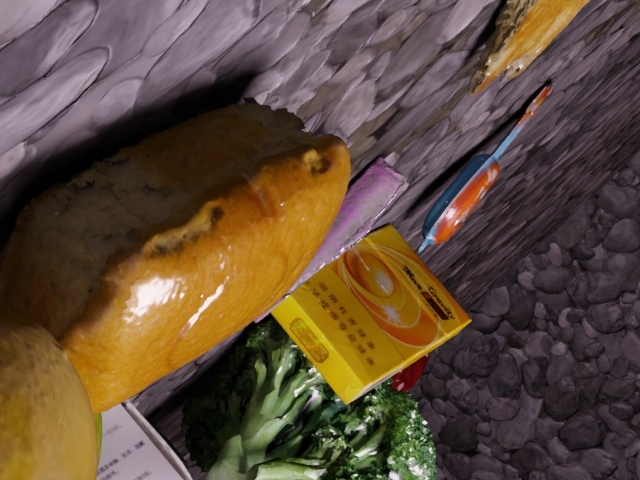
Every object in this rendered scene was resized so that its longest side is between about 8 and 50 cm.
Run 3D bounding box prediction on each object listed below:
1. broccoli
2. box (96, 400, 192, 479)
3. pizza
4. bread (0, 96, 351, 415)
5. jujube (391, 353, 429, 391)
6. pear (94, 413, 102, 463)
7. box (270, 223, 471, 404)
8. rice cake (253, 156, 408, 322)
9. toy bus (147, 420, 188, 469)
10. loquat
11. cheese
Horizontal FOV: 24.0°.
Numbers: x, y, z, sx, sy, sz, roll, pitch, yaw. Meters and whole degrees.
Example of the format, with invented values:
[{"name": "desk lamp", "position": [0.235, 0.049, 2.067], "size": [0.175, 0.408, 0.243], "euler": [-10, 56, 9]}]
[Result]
[{"name": "broccoli", "position": [-0.028, 0.236, 1.659], "size": [0.308, 0.308, 0.275], "euler": [-46, 160, 26]}, {"name": "box", "position": [-0.282, 0.301, 1.401], "size": [0.333, 0.145, 0.173], "euler": [-33, 169, -38]}, {"name": "pizza", "position": [0.207, -0.218, 1.318], "size": [0.181, 0.034, 0.262], "euler": [-34, 167, -33]}, {"name": "bread", "position": [-0.091, 0.006, 0.941], "size": [0.245, 0.121, 0.174], "euler": [-27, 164, -47]}, {"name": "jujube", "position": [0.041, 0.134, 1.858], "size": [0.155, 0.155, 0.230], "euler": [-46, 166, 23]}, {"name": "pear", "position": [-0.284, 0.215, 1.113], "size": [0.288, 0.139, 0.239], "euler": [-33, 175, -32]}, {"name": "box", "position": [0.054, 0.074, 1.647], "size": [0.043, 0.152, 0.269], "euler": [-44, 168, 30]}, {"name": "rice cake", "position": [0.000, 0.000, 1.450], "size": [0.206, 0.047, 0.036], "euler": [-41, -175, 9]}, {"name": "toy bus", "position": [-0.260, 0.301, 1.641], "size": [0.261, 0.091, 0.109], "euler": [-37, 162, -30]}, {"name": "loquat", "position": [-0.207, 0.120, 0.773], "size": [0.213, 0.213, 0.213], "euler": [-39, 169, -9]}, {"name": "cheese", "position": [0.194, -0.084, 1.769], "size": [0.256, 0.037, 0.106], "euler": [-50, 172, -7]}]
